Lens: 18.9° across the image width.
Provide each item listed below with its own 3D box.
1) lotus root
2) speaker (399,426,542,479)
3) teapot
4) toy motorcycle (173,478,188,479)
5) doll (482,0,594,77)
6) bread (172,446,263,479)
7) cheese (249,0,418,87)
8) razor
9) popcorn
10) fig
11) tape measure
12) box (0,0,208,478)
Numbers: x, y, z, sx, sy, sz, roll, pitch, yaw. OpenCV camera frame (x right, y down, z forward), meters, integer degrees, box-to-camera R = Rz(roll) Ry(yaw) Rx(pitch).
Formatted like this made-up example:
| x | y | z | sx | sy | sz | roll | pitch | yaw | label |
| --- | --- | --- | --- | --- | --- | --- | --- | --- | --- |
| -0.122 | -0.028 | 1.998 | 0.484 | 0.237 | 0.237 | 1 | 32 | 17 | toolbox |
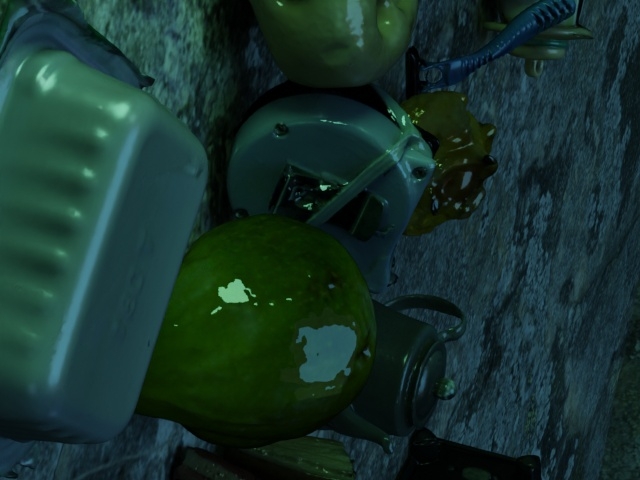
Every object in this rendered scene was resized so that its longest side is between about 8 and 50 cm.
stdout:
| x | y | z | sx | sy | sz | roll | pitch | yaw | label |
| --- | --- | --- | --- | --- | --- | --- | --- | --- | --- |
| -0.030 | 0.243 | 1.916 | 0.159 | 0.135 | 0.095 | -9 | 113 | -83 | lotus root |
| 0.172 | 0.415 | 2.496 | 0.232 | 0.184 | 0.254 | -55 | 148 | -46 | speaker |
| 0.084 | 0.141 | 2.123 | 0.239 | 0.149 | 0.162 | -55 | 150 | -45 | teapot |
| -0.075 | 0.290 | 1.629 | 0.091 | 0.263 | 0.157 | -11 | 106 | -69 | toy motorcycle |
| 0.295 | -0.359 | 2.375 | 0.271 | 0.144 | 0.208 | -59 | 145 | -30 | doll |
| -0.072 | 0.268 | 1.839 | 0.119 | 0.192 | 0.067 | -43 | -162 | 48 | bread |
| 0.000 | -0.245 | 1.634 | 0.218 | 0.117 | 0.235 | 44 | 40 | -59 | cheese |
| 0.200 | -0.227 | 2.218 | 0.253 | 0.042 | 0.082 | -30 | 136 | -30 | razor |
| 0.121 | -0.088 | 2.102 | 0.148 | 0.152 | 0.167 | -15 | 122 | -32 | popcorn |
| -0.088 | 0.091 | 1.611 | 0.275 | 0.206 | 0.206 | -11 | 115 | -45 | fig |
| 0.006 | -0.056 | 1.723 | 0.107 | 0.181 | 0.182 | -81 | -174 | -49 | tape measure |
| -0.177 | 0.012 | 1.393 | 0.264 | 0.106 | 0.337 | 40 | 64 | -68 | box |
